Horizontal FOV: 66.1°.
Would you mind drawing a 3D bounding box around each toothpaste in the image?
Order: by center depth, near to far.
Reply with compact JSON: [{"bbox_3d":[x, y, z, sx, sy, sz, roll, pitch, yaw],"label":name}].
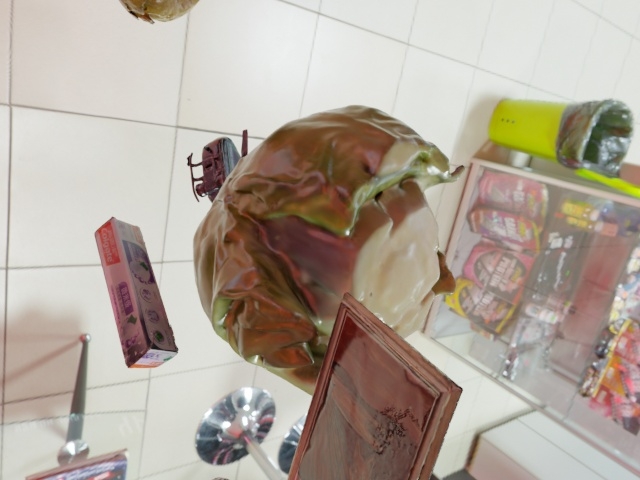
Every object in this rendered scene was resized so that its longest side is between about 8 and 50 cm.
[{"bbox_3d":[-0.226,0.060,0.596,0.040,0.196,0.047,-36,150,15],"label":"toothpaste"}]

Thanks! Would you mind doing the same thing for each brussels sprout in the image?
[{"bbox_3d":[-0.008,0.001,0.785,0.425,0.361,0.342,-56,131,-16],"label":"brussels sprout"}]

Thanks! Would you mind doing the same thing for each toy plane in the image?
[{"bbox_3d":[-0.208,-0.099,1.150,0.155,0.106,0.381,17,58,-59],"label":"toy plane"}]

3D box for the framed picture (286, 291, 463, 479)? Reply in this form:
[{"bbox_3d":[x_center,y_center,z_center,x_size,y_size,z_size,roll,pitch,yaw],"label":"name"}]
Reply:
[{"bbox_3d":[0.033,0.217,0.516,0.016,0.216,0.273,10,101,-27],"label":"framed picture"}]

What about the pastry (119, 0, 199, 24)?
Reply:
[{"bbox_3d":[-0.313,-0.632,1.027,0.164,0.356,0.356,28,92,2],"label":"pastry"}]

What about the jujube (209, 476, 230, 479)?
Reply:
[{"bbox_3d":[-0.218,0.549,1.038,0.077,0.129,0.077,0,86,-4],"label":"jujube"}]
